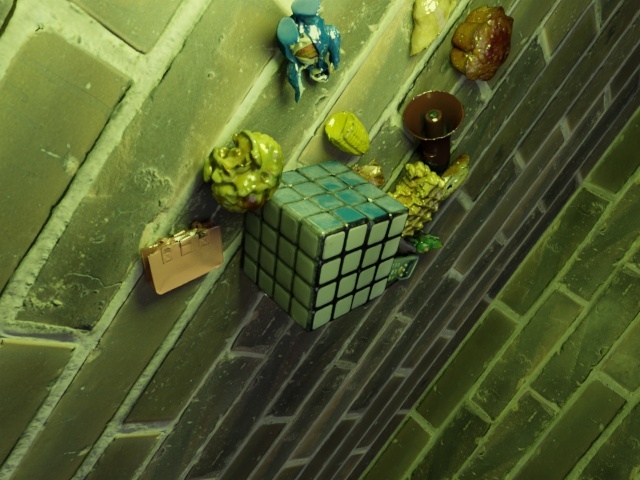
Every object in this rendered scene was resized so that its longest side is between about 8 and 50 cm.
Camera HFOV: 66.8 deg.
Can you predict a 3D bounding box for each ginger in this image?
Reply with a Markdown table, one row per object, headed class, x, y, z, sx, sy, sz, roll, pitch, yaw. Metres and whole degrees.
| class | x | y | z | sx | sy | sz | roll | pitch | yaw |
| --- | --- | --- | --- | --- | --- | --- | --- | --- | --- |
| ginger | 0.302 | -0.639 | 1.425 | 0.123 | 0.115 | 0.193 | 18 | 116 | -31 |

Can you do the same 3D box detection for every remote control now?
| class | x | y | z | sx | sy | sz | roll | pitch | yaw |
| --- | --- | --- | --- | --- | --- | --- | --- | --- | --- |
| remote control | 0.322 | 0.122 | 2.141 | 0.296 | 0.056 | 0.140 | -6 | 124 | -46 |

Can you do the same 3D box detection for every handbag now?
| class | x | y | z | sx | sy | sz | roll | pitch | yaw |
| --- | --- | --- | --- | --- | --- | --- | --- | --- | --- |
| handbag | -0.368 | 0.040 | 1.312 | 0.212 | 0.059 | 0.157 | -27 | 139 | -32 |

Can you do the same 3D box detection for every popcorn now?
| class | x | y | z | sx | sy | sz | roll | pitch | yaw |
| --- | --- | --- | --- | --- | --- | --- | --- | --- | --- |
| popcorn | -0.190 | -0.177 | 1.224 | 0.218 | 0.169 | 0.189 | -59 | 151 | -7 |

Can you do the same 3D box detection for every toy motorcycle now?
| class | x | y | z | sx | sy | sz | roll | pitch | yaw |
| --- | --- | --- | --- | --- | --- | --- | --- | --- | --- |
| toy motorcycle | 0.458 | 0.008 | 2.144 | 0.190 | 0.106 | 0.074 | -9 | 128 | -42 |

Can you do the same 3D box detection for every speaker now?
| class | x | y | z | sx | sy | sz | roll | pitch | yaw |
| --- | --- | --- | --- | --- | --- | --- | --- | --- | --- |
| speaker | 0.413 | -0.404 | 1.742 | 0.329 | 0.198 | 0.259 | 44 | 48 | -69 |

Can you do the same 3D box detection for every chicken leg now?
| class | x | y | z | sx | sy | sz | roll | pitch | yaw |
| --- | --- | --- | --- | --- | --- | --- | --- | --- | --- |
| chicken leg | 0.140 | -0.217 | 1.616 | 0.207 | 0.085 | 0.101 | -1 | 148 | -43 |

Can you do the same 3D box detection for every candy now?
| class | x | y | z | sx | sy | sz | roll | pitch | yaw |
| --- | --- | --- | --- | --- | --- | --- | --- | --- | --- |
| candy | 0.095 | -0.313 | 1.479 | 0.106 | 0.094 | 0.199 | -55 | 151 | 5 |

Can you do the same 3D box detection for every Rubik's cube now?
| class | x | y | z | sx | sy | sz | roll | pitch | yaw |
| --- | --- | --- | --- | --- | --- | --- | --- | --- | --- |
| Rubik's cube | 0.000 | 0.000 | 1.438 | 0.337 | 0.344 | 0.343 | -19 | 132 | -36 |

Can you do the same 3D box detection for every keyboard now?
| class | x | y | z | sx | sy | sz | roll | pitch | yaw |
| --- | --- | --- | --- | --- | --- | --- | --- | --- | --- |
| keyboard | 0.261 | 0.228 | 2.152 | 0.202 | 0.011 | 0.067 | -37 | 158 | 11 |

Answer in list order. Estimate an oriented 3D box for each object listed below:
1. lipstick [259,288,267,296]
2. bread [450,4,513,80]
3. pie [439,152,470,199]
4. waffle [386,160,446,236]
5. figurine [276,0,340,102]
| class | x | y | z | sx | sy | sz | roll | pitch | yaw |
| --- | --- | --- | --- | --- | --- | --- | --- | --- | --- |
| lipstick | -0.144 | 0.132 | 1.654 | 0.141 | 0.040 | 0.040 | -43 | 144 | -10 |
| bread | 0.549 | -0.663 | 1.622 | 0.247 | 0.135 | 0.232 | -23 | 136 | -33 |
| pie | 0.503 | -0.224 | 1.951 | 0.308 | 0.085 | 0.308 | -46 | 175 | -5 |
| waffle | 0.299 | -0.131 | 1.778 | 0.324 | 0.151 | 0.261 | -36 | 148 | 5 |
| figurine | -0.033 | -0.472 | 1.187 | 0.164 | 0.120 | 0.262 | -36 | 160 | -9 |
